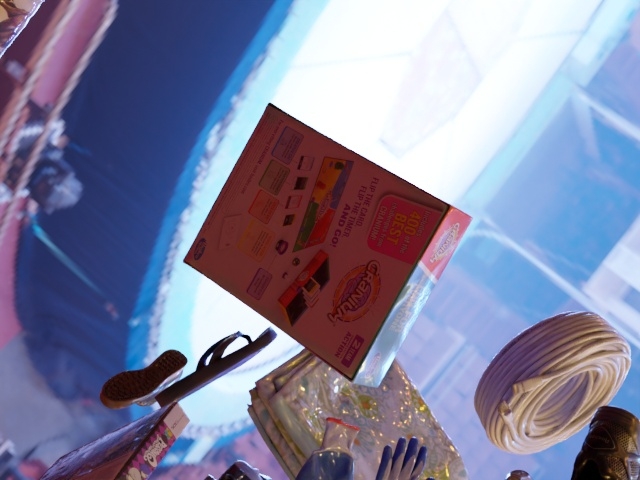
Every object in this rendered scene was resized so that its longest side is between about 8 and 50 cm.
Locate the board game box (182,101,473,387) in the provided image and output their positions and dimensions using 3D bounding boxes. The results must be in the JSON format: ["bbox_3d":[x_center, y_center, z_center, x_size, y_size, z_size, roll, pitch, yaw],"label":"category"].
[{"bbox_3d":[0.000,0.000,1.477,0.064,0.316,0.242,21,100,-55],"label":"board game box"}]

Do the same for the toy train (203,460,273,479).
[{"bbox_3d":[-0.203,0.505,1.942,0.334,0.142,0.190,-45,152,-12],"label":"toy train"}]

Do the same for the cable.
[{"bbox_3d":[0.353,0.221,1.807,0.257,0.089,0.257,-27,142,-17],"label":"cable"}]

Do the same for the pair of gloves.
[{"bbox_3d":[0.060,0.328,1.584,0.023,0.198,0.159,-169,-83,-71],"label":"pair of gloves"}]

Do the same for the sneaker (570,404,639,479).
[{"bbox_3d":[0.379,0.331,1.523,0.130,0.087,0.227,-50,133,-29],"label":"sneaker"}]

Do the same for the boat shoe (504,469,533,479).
[{"bbox_3d":[0.273,0.386,1.580,0.056,0.153,0.048,-9,176,19],"label":"boat shoe"}]

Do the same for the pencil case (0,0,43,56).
[{"bbox_3d":[-0.587,-0.304,1.800,0.410,0.183,0.160,-43,-178,30],"label":"pencil case"}]

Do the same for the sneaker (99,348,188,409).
[{"bbox_3d":[-0.311,0.263,2.061,0.192,0.064,0.086,-28,150,-48],"label":"sneaker"}]

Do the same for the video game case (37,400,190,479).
[{"bbox_3d":[-0.305,0.317,1.561,0.232,0.042,0.210,-28,-168,26],"label":"video game case"}]

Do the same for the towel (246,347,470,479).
[{"bbox_3d":[0.075,0.318,1.867,0.090,0.374,0.320,-32,-178,38],"label":"towel"}]

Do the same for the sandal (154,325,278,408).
[{"bbox_3d":[-0.164,0.189,1.908,0.254,0.054,0.097,-27,171,-43],"label":"sandal"}]
